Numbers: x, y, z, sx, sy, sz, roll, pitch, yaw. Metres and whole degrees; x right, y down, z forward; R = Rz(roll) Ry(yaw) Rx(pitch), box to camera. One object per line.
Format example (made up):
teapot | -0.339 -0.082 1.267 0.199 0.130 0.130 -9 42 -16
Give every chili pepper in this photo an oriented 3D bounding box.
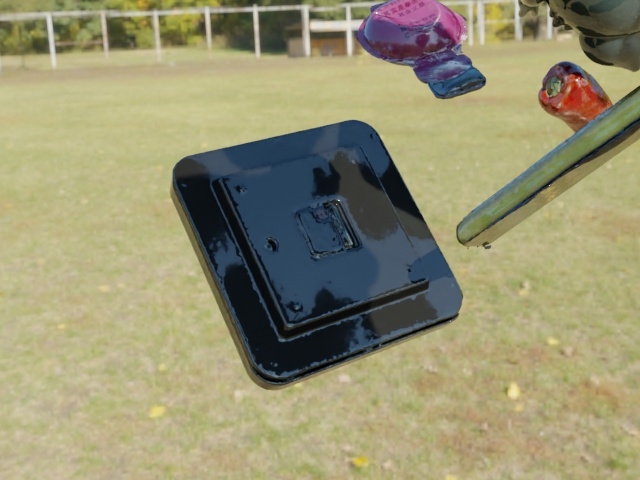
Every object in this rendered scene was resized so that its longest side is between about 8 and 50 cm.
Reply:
chili pepper | 0.309 -0.161 1.059 0.070 0.073 0.123 11 -13 44

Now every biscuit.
biscuit | 0.264 -0.091 0.850 0.322 0.038 0.099 -39 -16 25

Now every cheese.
cheese | 0.085 -0.163 0.735 0.095 0.038 0.145 -20 47 -10

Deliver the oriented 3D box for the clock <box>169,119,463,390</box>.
clock | 0.000 0.000 0.988 0.273 0.279 0.049 -18 -19 -27

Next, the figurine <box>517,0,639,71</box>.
figurine | 0.267 -0.297 0.927 0.265 0.193 0.140 1 35 -37
